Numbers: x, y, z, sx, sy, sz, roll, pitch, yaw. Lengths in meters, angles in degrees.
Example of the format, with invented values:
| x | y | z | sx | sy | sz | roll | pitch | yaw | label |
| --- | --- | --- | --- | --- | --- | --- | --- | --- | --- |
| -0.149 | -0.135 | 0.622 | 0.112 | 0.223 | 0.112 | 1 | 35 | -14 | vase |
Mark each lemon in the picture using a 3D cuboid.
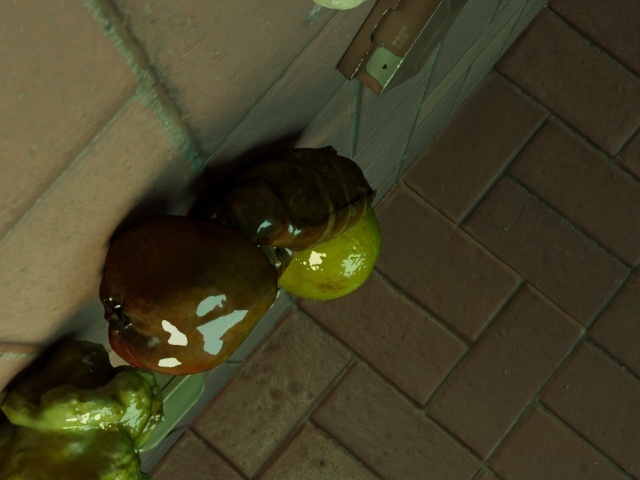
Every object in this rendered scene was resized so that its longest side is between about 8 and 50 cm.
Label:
| x | y | z | sx | sy | sz | roll | pitch | yaw | label |
| --- | --- | --- | --- | --- | --- | --- | --- | --- | --- |
| -0.001 | 0.000 | 1.630 | 0.267 | 0.267 | 0.267 | -50 | 173 | -8 | lemon |

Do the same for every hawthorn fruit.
| x | y | z | sx | sy | sz | roll | pitch | yaw | label |
| --- | --- | --- | --- | --- | --- | --- | --- | --- | --- |
| -0.157 | 0.063 | 1.044 | 0.248 | 0.208 | 0.208 | -17 | 152 | -40 | hawthorn fruit |

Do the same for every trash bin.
| x | y | z | sx | sy | sz | roll | pitch | yaw | label |
| --- | --- | --- | --- | --- | --- | --- | --- | --- | --- |
| -0.332 | 0.305 | 1.676 | 0.243 | 0.121 | 0.247 | -47 | 169 | -31 | trash bin |

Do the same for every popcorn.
| x | y | z | sx | sy | sz | roll | pitch | yaw | label |
| --- | --- | --- | --- | --- | --- | --- | --- | --- | --- |
| -0.331 | 0.284 | 1.089 | 0.226 | 0.276 | 0.276 | 8 | 129 | -41 | popcorn |

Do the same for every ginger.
| x | y | z | sx | sy | sz | roll | pitch | yaw | label |
| --- | --- | --- | --- | --- | --- | --- | --- | --- | --- |
| -0.073 | -0.031 | 1.299 | 0.254 | 0.176 | 0.418 | -47 | 174 | 32 | ginger |

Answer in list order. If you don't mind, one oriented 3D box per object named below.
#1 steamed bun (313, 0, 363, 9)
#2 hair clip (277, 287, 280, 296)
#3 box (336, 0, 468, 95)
| x | y | z | sx | sy | sz | roll | pitch | yaw | label |
| --- | --- | --- | --- | --- | --- | --- | --- | --- | --- |
| 0.020 | -0.291 | 0.809 | 0.112 | 0.091 | 0.130 | -52 | 172 | 32 | steamed bun |
| -0.165 | 0.111 | 1.676 | 0.187 | 0.146 | 0.056 | 130 | -31 | -60 | hair clip |
| 0.149 | -0.357 | 1.329 | 0.215 | 0.086 | 0.215 | -55 | 171 | 32 | box |
